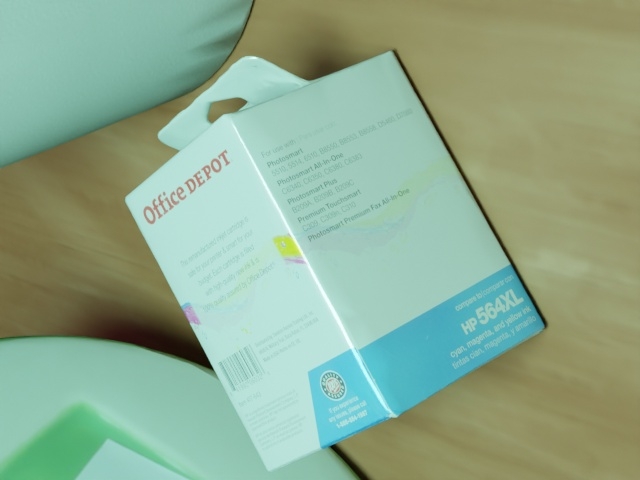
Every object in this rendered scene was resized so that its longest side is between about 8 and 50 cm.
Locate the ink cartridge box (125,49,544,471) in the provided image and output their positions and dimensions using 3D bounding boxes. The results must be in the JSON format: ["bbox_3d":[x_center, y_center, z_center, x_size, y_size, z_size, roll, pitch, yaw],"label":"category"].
[{"bbox_3d":[0.000,0.000,0.676,0.092,0.090,0.143,-32,85,52],"label":"ink cartridge box"}]

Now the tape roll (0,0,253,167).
[{"bbox_3d":[-0.165,-0.147,0.720,0.246,0.169,0.246,27,130,37],"label":"tape roll"}]

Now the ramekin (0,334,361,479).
[{"bbox_3d":[-0.103,0.180,0.744,0.303,0.303,0.148,42,130,26],"label":"ramekin"}]
